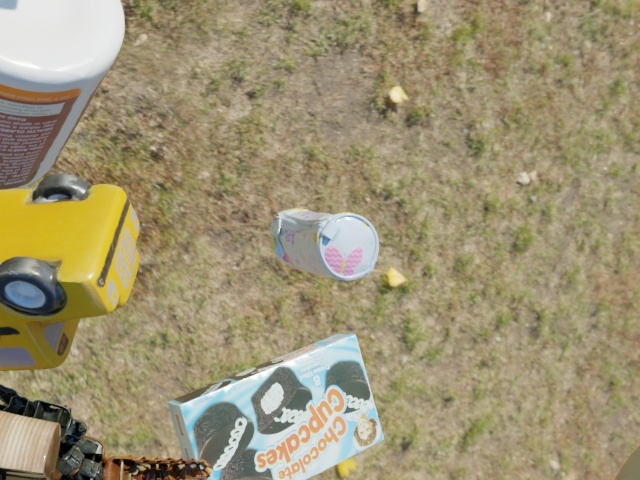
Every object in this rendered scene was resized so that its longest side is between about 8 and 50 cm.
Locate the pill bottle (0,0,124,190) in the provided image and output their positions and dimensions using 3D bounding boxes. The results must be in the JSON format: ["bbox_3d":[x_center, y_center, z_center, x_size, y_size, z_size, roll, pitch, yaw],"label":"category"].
[{"bbox_3d":[-0.421,-0.197,0.927,0.224,0.392,0.224,16,59,-29],"label":"pill bottle"}]

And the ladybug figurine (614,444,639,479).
[{"bbox_3d":[0.380,0.222,0.430,0.450,0.305,0.161,-3,127,4],"label":"ladybug figurine"}]

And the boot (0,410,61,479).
[{"bbox_3d":[-0.282,0.207,0.507,0.153,0.197,0.073,6,132,-6],"label":"boot"}]

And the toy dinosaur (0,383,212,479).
[{"bbox_3d":[-0.296,0.255,0.806,0.322,0.164,0.218,-23,158,-7],"label":"toy dinosaur"}]

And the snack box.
[{"bbox_3d":[-0.060,0.284,1.132,0.322,0.060,0.187,-18,94,-33],"label":"snack box"}]

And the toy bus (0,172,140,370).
[{"bbox_3d":[-0.310,0.036,0.582,0.333,0.108,0.130,-3,134,6],"label":"toy bus"}]

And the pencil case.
[{"bbox_3d":[0.000,0.000,1.300,0.113,0.273,0.124,-39,108,-15],"label":"pencil case"}]
